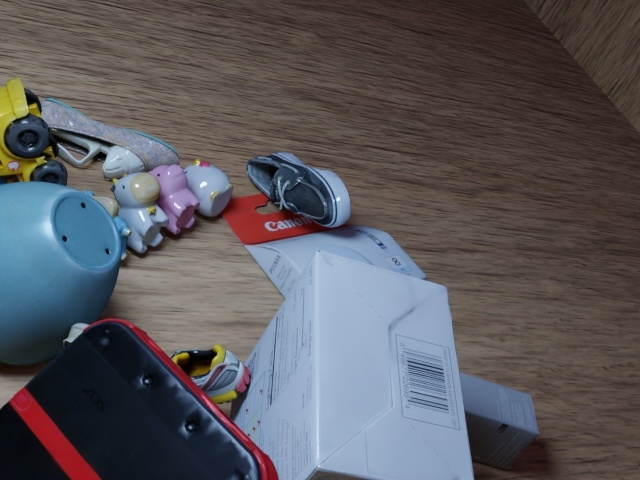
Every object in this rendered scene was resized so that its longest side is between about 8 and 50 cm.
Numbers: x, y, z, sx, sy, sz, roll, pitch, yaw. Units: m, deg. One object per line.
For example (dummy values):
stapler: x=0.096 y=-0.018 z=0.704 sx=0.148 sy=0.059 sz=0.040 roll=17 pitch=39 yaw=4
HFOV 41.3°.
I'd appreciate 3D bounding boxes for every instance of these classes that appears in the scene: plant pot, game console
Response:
plant pot: x=-0.426 y=0.025 z=1.318 sx=0.290 sy=0.195 sz=0.290 roll=38 pitch=37 yaw=-37
game console: x=-0.280 y=0.313 z=1.097 sx=0.342 sy=0.060 sz=0.386 roll=-46 pitch=60 yaw=-12

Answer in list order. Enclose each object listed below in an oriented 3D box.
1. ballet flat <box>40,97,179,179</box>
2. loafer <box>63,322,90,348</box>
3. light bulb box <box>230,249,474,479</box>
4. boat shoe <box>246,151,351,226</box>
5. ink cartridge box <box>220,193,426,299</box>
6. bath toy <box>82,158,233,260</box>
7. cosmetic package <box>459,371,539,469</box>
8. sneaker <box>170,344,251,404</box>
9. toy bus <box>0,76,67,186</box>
ballet flat: x=-0.454 y=-0.186 z=1.753 sx=0.316 sy=0.107 sz=0.106 roll=20 pitch=57 yaw=-3
loafer: x=-0.312 y=0.247 z=1.255 sx=0.092 sy=0.102 sz=0.268 roll=-30 pitch=87 yaw=-34
light bulb box: x=0.021 y=0.276 z=1.240 sx=0.225 sy=0.361 sz=0.358 roll=17 pitch=44 yaw=-17
boat shoe: x=-0.057 y=-0.105 z=1.839 sx=0.119 sy=0.121 sz=0.335 roll=-11 pitch=23 yaw=-28
ink cartridge box: x=0.000 y=0.000 z=1.818 sx=0.308 sy=0.091 sz=0.385 roll=-12 pitch=54 yaw=-42
bath toy: x=-0.314 y=-0.086 z=1.669 sx=0.129 sy=0.151 sz=0.348 roll=36 pitch=33 yaw=18
cosmetic package: x=0.266 y=0.324 z=1.571 sx=0.238 sy=0.127 sz=0.107 roll=16 pitch=38 yaw=-14
sneaker: x=-0.228 y=0.214 z=1.334 sx=0.088 sy=0.225 sz=0.093 roll=-93 pitch=160 yaw=-49
toy bus: x=-0.593 y=-0.158 z=1.564 sx=0.211 sy=0.220 sz=0.149 roll=-24 pitch=42 yaw=-12
